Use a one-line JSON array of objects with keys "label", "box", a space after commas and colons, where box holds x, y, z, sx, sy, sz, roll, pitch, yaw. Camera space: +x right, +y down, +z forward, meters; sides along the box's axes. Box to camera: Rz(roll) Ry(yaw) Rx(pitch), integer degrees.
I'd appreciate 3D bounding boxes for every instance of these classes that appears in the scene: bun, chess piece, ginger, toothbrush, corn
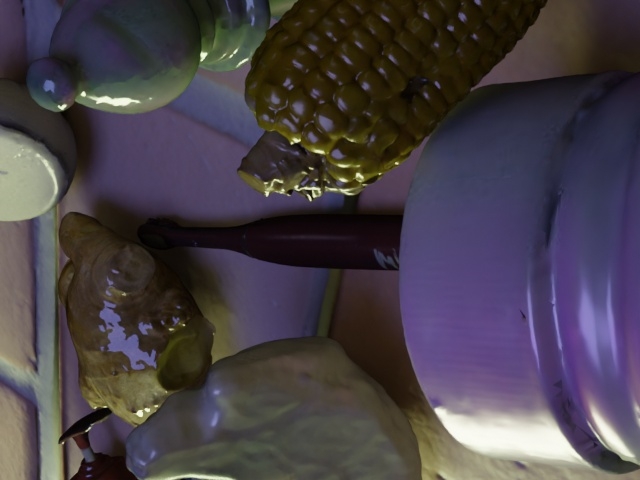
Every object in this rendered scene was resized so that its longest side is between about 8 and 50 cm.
[{"label": "bun", "box": [-0.260, -0.085, 0.967, 0.138, 0.094, 0.138, 1, 143, 1]}, {"label": "chess piece", "box": [-0.051, -0.133, 0.628, 0.139, 0.272, 0.139, 21, 130, 28]}, {"label": "ginger", "box": [-0.153, 0.083, 0.987, 0.157, 0.102, 0.216, 13, 128, 40]}, {"label": "toothbrush", "box": [0.000, 0.001, 0.854, 0.364, 0.041, 0.040, 1, 120, 39]}, {"label": "corn", "box": [0.057, -0.120, 0.585, 0.097, 0.261, 0.097, 44, 175, 4]}]

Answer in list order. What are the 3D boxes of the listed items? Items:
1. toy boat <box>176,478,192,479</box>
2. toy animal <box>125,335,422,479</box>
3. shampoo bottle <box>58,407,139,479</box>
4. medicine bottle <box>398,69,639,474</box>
[{"label": "toy boat", "box": [-0.109, 0.297, 1.100, 0.091, 0.110, 0.175, -3, 119, 40]}, {"label": "toy animal", "box": [-0.052, 0.168, 0.903, 0.266, 0.308, 0.188, -53, 39, 17]}, {"label": "shampoo bottle", "box": [-0.183, 0.288, 1.179, 0.153, 0.071, 0.284, -6, 117, 39]}, {"label": "medicine bottle", "box": [0.226, 0.014, 0.557, 0.326, 0.212, 0.212, -2, 118, 39]}]
